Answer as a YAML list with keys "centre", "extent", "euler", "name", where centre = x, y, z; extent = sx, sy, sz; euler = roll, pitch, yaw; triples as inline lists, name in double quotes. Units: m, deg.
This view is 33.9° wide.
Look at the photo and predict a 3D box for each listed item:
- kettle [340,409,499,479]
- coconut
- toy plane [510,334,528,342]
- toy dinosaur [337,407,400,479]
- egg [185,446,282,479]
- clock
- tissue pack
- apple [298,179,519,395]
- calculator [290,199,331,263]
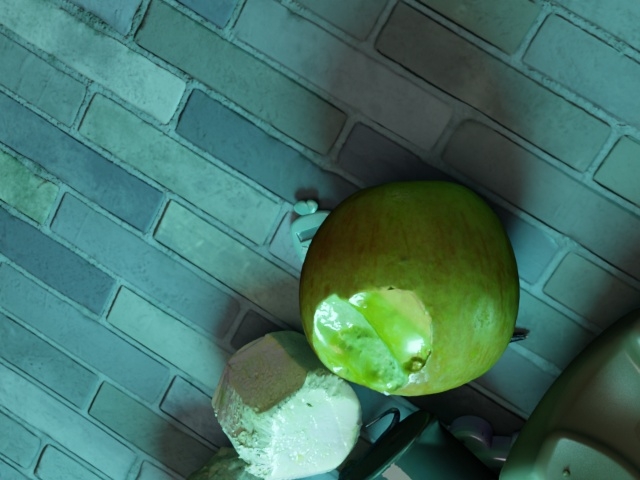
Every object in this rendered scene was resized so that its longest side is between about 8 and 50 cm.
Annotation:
- centre: [0.196, 0.446, 1.685]
  extent: [0.308, 0.203, 0.262]
  euler: [45, 149, 0]
  name: "kettle"
- centre: [-0.067, 0.279, 1.777]
  extent: [0.233, 0.245, 0.233]
  euler: [-8, 111, -23]
  name: "coconut"
- centre: [0.247, 0.171, 1.732]
  extent: [0.189, 0.061, 0.130]
  euler: [-12, 73, 17]
  name: "toy plane"
- centre: [0.064, 0.432, 1.832]
  extent: [0.076, 0.147, 0.363]
  euler: [27, 104, 7]
  name: "toy dinosaur"
- centre: [-0.149, 0.516, 1.831]
  extent: [0.279, 0.310, 0.279]
  euler: [-7, 136, -6]
  name: "egg"
- centre: [0.316, 0.430, 1.779]
  extent: [0.247, 0.090, 0.228]
  euler: [14, 111, 11]
  name: "clock"
- centre: [0.449, 0.298, 1.549]
  extent: [0.267, 0.277, 0.387]
  euler: [39, 74, 7]
  name: "tissue pack"
- centre: [0.132, 0.065, 1.581]
  extent: [0.339, 0.339, 0.340]
  euler: [5, 108, 16]
  name: "apple"
- centre: [0.000, 0.000, 1.777]
  extent: [0.095, 0.021, 0.153]
  euler: [-17, 101, 21]
  name: "calculator"
